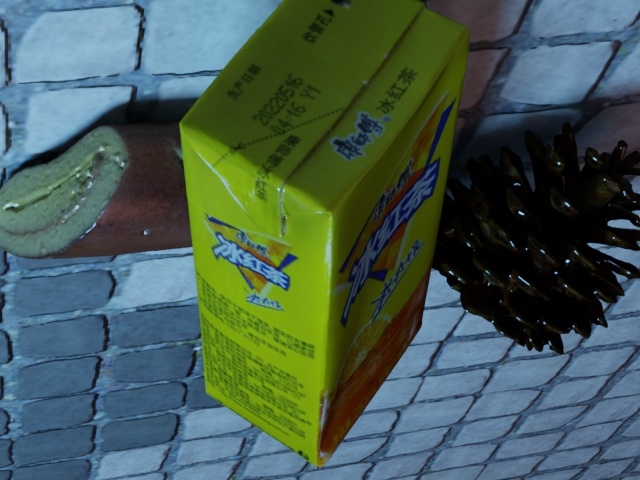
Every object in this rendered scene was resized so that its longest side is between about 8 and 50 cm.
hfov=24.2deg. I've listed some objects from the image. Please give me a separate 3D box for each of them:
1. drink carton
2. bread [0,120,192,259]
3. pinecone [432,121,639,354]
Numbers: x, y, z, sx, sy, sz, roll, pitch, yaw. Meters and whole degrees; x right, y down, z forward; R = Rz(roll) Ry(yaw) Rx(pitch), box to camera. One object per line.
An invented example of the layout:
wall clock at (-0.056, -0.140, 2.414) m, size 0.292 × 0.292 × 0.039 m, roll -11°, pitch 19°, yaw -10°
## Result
drink carton at (0.000, 0.000, 0.959) m, size 0.154 × 0.111 × 0.351 m, roll -53°, pitch 164°, yaw -26°
bread at (-0.119, -0.029, 0.983) m, size 0.192 × 0.067 × 0.119 m, roll -7°, pitch 160°, yaw -16°
pinecone at (0.169, -0.009, 1.091) m, size 0.165 × 0.163 × 0.163 m, roll -42°, pitch 146°, yaw 17°
